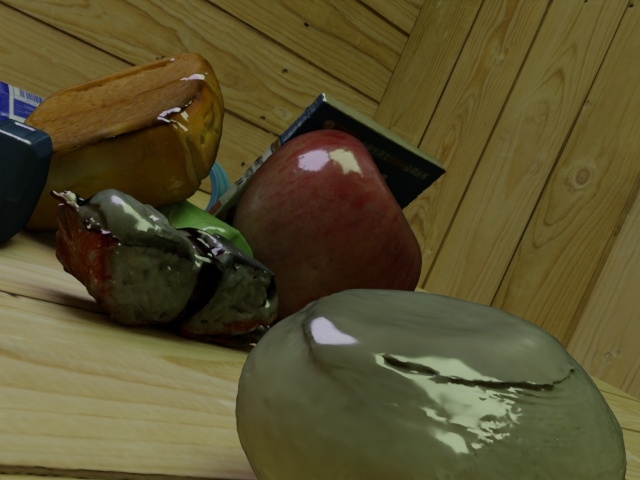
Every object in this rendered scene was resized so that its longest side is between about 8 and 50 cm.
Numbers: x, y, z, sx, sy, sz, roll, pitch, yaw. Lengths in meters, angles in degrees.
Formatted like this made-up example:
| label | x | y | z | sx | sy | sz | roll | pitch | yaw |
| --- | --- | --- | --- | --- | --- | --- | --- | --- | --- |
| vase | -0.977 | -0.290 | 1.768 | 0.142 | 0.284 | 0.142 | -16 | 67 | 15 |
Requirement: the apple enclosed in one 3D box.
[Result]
| label | x | y | z | sx | sy | sz | roll | pitch | yaw |
| --- | --- | --- | --- | --- | --- | --- | --- | --- | --- |
| apple | 0.000 | 0.000 | 1.268 | 0.345 | 0.269 | 0.345 | 60 | 8 | -14 |

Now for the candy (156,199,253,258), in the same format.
| label | x | y | z | sx | sy | sz | roll | pitch | yaw |
| --- | --- | --- | --- | --- | --- | --- | --- | --- | --- |
| candy | -0.204 | 0.007 | 1.216 | 0.142 | 0.132 | 0.343 | 13 | 9 | -31 |

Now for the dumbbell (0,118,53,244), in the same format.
| label | x | y | z | sx | sy | sz | roll | pitch | yaw |
| --- | --- | --- | --- | --- | --- | --- | --- | --- | --- |
| dumbbell | -0.501 | -0.120 | 0.989 | 0.324 | 0.160 | 0.144 | 23 | -18 | -9 |

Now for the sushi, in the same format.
| label | x | y | z | sx | sy | sz | roll | pitch | yaw |
| --- | --- | --- | --- | --- | --- | --- | --- | --- | --- |
| sushi | -0.171 | 0.037 | 0.953 | 0.332 | 0.130 | 0.124 | 21 | 7 | -47 |

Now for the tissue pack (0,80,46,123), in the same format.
| label | x | y | z | sx | sy | sz | roll | pitch | yaw |
| --- | --- | --- | --- | --- | --- | --- | --- | --- | --- |
| tissue pack | -0.473 | -0.146 | 1.447 | 0.269 | 0.137 | 0.209 | 20 | 31 | -35 |

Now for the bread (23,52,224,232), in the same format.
| label | x | y | z | sx | sy | sz | roll | pitch | yaw |
| --- | --- | --- | --- | --- | --- | --- | --- | --- | --- |
| bread | -0.302 | -0.148 | 1.234 | 0.337 | 0.148 | 0.328 | -15 | 30 | 6 |

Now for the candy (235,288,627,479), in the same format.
| label | x | y | z | sx | sy | sz | roll | pitch | yaw |
| --- | --- | --- | --- | --- | --- | --- | --- | --- | --- |
| candy | 0.081 | 0.145 | 0.599 | 0.295 | 0.185 | 0.295 | 10 | 14 | -3 |

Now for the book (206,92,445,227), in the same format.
| label | x | y | z | sx | sy | sz | roll | pitch | yaw |
| --- | --- | --- | --- | --- | --- | --- | --- | --- | --- |
| book | -0.023 | -0.059 | 1.471 | 0.300 | 0.428 | 0.039 | 23 | 38 | -35 |

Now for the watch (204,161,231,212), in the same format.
| label | x | y | z | sx | sy | sz | roll | pitch | yaw |
| --- | --- | --- | --- | --- | --- | --- | --- | --- | --- |
| watch | -0.284 | -0.088 | 1.606 | 0.211 | 0.193 | 0.211 | 26 | 2 | -1 |

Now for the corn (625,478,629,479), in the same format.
| label | x | y | z | sx | sy | sz | roll | pitch | yaw |
| --- | --- | --- | --- | --- | --- | --- | --- | --- | --- |
| corn | 0.307 | 0.286 | 0.919 | 0.206 | 0.067 | 0.067 | 26 | 4 | 43 |
